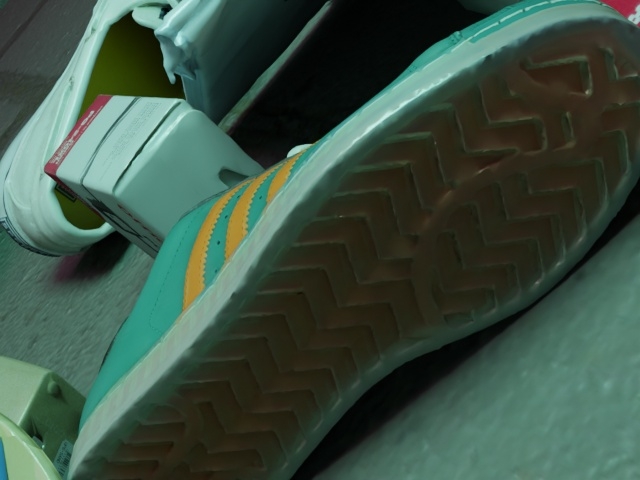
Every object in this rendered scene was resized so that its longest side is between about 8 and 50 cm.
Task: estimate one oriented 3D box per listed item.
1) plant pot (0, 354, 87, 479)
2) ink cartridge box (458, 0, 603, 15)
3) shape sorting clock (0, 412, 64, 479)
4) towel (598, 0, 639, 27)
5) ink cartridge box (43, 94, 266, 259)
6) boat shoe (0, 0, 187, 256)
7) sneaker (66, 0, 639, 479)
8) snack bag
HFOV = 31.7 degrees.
[{"bbox_3d":[-0.161,0.120,0.577,0.096,0.109,0.109,-15,40,35],"label":"plant pot"},{"bbox_3d":[0.143,-0.212,0.552,0.212,0.093,0.154,-51,25,1],"label":"ink cartridge box"},{"bbox_3d":[-0.163,0.169,0.477,0.206,0.040,0.206,-4,83,39],"label":"shape sorting clock"},{"bbox_3d":[0.217,-0.115,0.372,0.199,0.031,0.275,-48,25,4],"label":"towel"},{"bbox_3d":[-0.081,-0.024,0.633,0.063,0.109,0.150,-53,25,-10],"label":"ink cartridge box"},{"bbox_3d":[-0.115,-0.155,0.844,0.156,0.136,0.367,-1,56,58],"label":"boat shoe"},{"bbox_3d":[0.000,0.000,0.471,0.302,0.108,0.121,-42,30,19],"label":"sneaker"},{"bbox_3d":[0.020,-0.208,0.672,0.342,0.037,0.323,-50,2,-4],"label":"snack bag"}]
